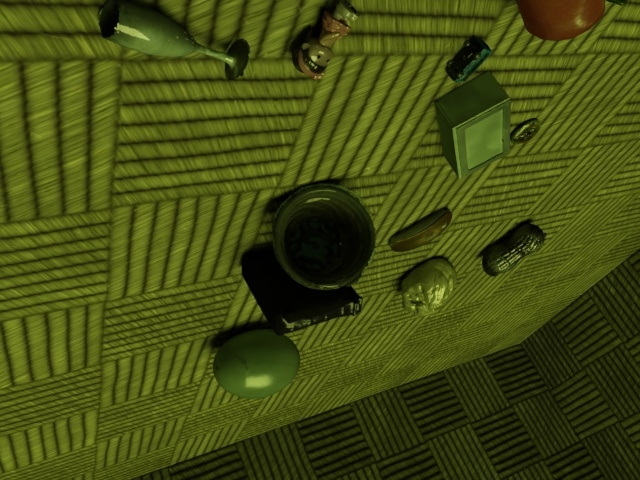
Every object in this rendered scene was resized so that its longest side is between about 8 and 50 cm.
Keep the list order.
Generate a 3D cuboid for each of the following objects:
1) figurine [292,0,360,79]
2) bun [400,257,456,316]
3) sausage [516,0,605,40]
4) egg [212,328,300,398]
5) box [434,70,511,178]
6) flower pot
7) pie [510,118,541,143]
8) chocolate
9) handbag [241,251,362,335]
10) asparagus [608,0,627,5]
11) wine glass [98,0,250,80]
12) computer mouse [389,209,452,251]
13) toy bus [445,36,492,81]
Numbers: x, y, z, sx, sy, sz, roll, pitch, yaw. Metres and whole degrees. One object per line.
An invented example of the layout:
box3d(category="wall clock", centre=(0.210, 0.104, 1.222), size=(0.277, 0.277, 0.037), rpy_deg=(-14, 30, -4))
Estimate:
box3d(category="figurine", centre=(0.007, -0.311, 0.911), size=(0.129, 0.054, 0.072), rpy_deg=(-50, 160, 26))
box3d(category="bun", centre=(0.368, 0.170, 1.975), size=(0.229, 0.145, 0.229), rpy_deg=(-18, 149, -11))
box3d(category="sausage", centre=(0.385, -0.418, 0.952), size=(0.148, 0.148, 0.254), rpy_deg=(-36, 146, 18))
box3d(category="egg", centre=(-0.188, 0.369, 1.764), size=(0.282, 0.203, 0.203), rpy_deg=(3, 141, -40))
box3d(category="box", centre=(0.334, -0.241, 1.278), size=(0.129, 0.086, 0.225), rpy_deg=(-29, 154, 5))
box3d(category="flower pot", centre=(0.000, 0.000, 1.306), size=(0.235, 0.236, 0.140), rpy_deg=(-20, 175, -12))
box3d(category="pie", centre=(0.508, -0.267, 1.456), size=(0.084, 0.021, 0.084), rpy_deg=(-21, 153, -12))
box3d(category="chocolate", centre=(0.664, 0.032, 2.034), size=(0.248, 0.110, 0.110), rpy_deg=(-42, 149, 22))
box3d(category="handbag", centre=(-0.047, 0.098, 1.378), size=(0.223, 0.247, 0.080), rpy_deg=(-14, 133, -23))
box3d(category="asparagus", centre=(0.564, -0.473, 1.140), size=(0.108, 0.021, 0.025), rpy_deg=(-4, 150, -38))
box3d(category="wine glass", centre=(-0.191, -0.270, 0.791), size=(0.198, 0.066, 0.066), rpy_deg=(5, 140, -45))
box3d(category="computer mouse", centre=(0.291, -0.021, 1.674), size=(0.199, 0.045, 0.102), rpy_deg=(-28, 156, 5))
box3d(category="toy bus", centre=(0.279, -0.339, 1.108), size=(0.046, 0.038, 0.083), rpy_deg=(-2, 145, -44))
